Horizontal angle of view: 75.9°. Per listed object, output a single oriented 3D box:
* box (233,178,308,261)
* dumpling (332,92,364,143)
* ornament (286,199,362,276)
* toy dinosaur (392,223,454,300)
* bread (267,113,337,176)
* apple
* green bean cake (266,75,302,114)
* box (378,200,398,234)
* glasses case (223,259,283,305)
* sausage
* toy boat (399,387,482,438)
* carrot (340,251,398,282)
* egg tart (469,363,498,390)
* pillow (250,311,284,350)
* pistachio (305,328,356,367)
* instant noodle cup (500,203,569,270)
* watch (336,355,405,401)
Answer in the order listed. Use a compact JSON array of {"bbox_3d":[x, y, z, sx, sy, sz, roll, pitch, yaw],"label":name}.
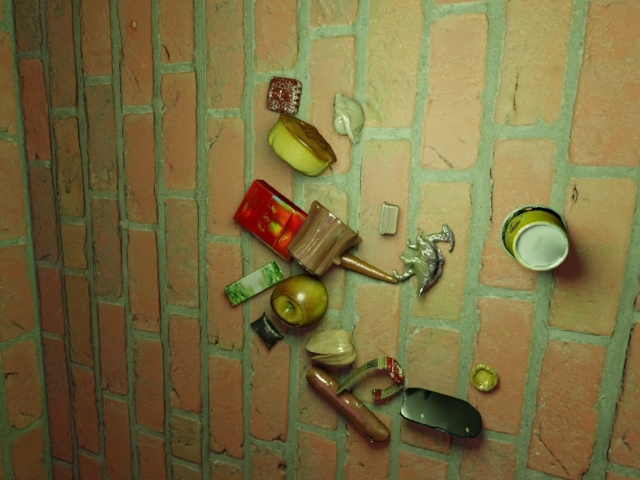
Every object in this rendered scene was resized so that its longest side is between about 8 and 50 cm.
[{"bbox_3d":[-0.189,-0.085,1.704,0.313,0.089,0.198,37,108,11],"label":"box"},{"bbox_3d":[0.096,-0.455,1.513,0.118,0.136,0.199,-24,79,29],"label":"dumpling"},{"bbox_3d":[0.000,0.000,1.545,0.235,0.221,0.218,40,93,-10],"label":"ornament"},{"bbox_3d":[0.378,0.066,1.514,0.162,0.077,0.295,25,106,16],"label":"toy dinosaur"},{"bbox_3d":[-0.066,-0.353,1.525,0.270,0.269,0.148,46,112,9],"label":"bread"},{"bbox_3d":[-0.086,0.242,1.650,0.236,0.207,0.237,4,99,23],"label":"apple"},{"bbox_3d":[-0.145,-0.574,1.626,0.135,0.056,0.136,15,103,17],"label":"green bean cake"},{"bbox_3d":[0.256,-0.083,1.535,0.062,0.089,0.122,7,101,9],"label":"box"},{"bbox_3d":[-0.293,0.187,1.801,0.272,0.062,0.096,-28,94,23],"label":"glasses case"},{"bbox_3d":[0.112,0.682,1.708,0.418,0.094,0.094,40,67,11],"label":"sausage"},{"bbox_3d":[0.459,0.671,1.575,0.298,0.134,0.092,13,140,17],"label":"toy boat"},{"bbox_3d":[0.149,0.096,1.620,0.335,0.069,0.069,22,106,11],"label":"carrot"},{"bbox_3d":[0.603,0.503,1.517,0.104,0.039,0.105,3,100,20],"label":"egg tart"},{"bbox_3d":[-0.238,0.400,1.819,0.090,0.048,0.150,-43,80,24],"label":"pillow"},{"bbox_3d":[0.042,0.441,1.665,0.229,0.157,0.158,-14,93,34],"label":"pistachio"},{"bbox_3d":[0.686,0.001,1.302,0.215,0.236,0.216,5,102,21],"label":"instant noodle cup"},{"bbox_3d":[0.209,0.570,1.639,0.164,0.102,0.268,42,111,-12],"label":"watch"}]
